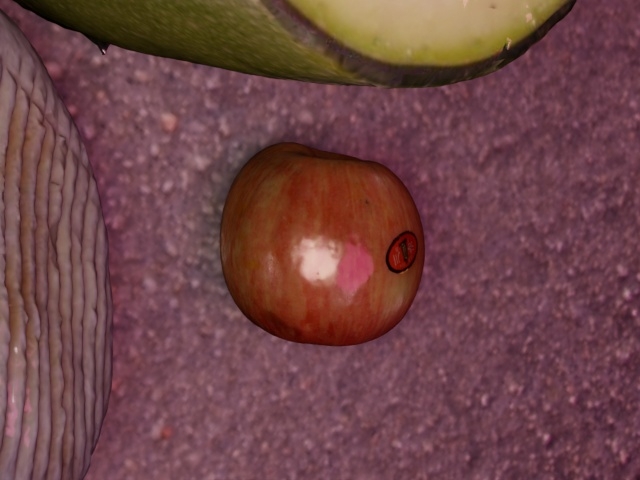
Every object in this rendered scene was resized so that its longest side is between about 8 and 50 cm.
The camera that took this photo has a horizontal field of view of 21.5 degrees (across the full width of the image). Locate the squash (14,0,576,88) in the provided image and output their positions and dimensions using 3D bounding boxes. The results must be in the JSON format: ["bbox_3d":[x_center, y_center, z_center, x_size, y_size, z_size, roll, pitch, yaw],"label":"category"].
[{"bbox_3d":[-0.044,-0.227,0.946,0.263,0.384,0.263,-7,103,-30],"label":"squash"}]

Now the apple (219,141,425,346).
[{"bbox_3d":[0.000,0.000,1.172,0.146,0.146,0.130,-5,106,-32],"label":"apple"}]

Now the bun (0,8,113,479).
[{"bbox_3d":[-0.258,0.025,0.942,0.362,0.211,0.361,-9,90,-69],"label":"bun"}]
